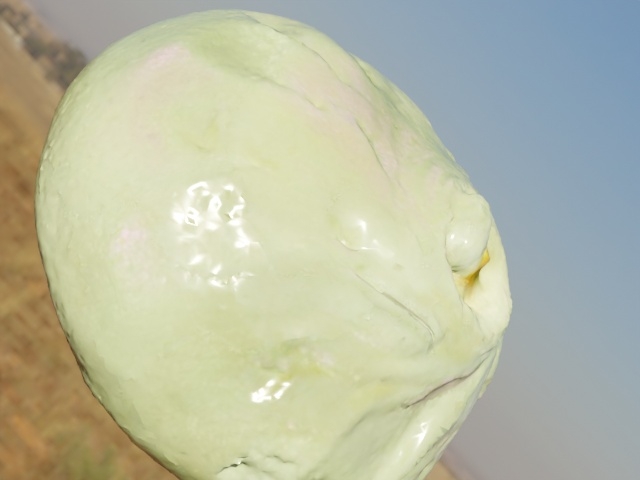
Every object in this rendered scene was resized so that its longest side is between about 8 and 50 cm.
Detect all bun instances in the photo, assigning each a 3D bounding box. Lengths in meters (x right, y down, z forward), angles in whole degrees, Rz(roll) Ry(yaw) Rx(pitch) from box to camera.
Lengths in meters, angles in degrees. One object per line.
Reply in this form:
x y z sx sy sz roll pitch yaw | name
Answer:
0.000 0.000 0.817 0.283 0.179 0.283 43 32 -35 | bun
